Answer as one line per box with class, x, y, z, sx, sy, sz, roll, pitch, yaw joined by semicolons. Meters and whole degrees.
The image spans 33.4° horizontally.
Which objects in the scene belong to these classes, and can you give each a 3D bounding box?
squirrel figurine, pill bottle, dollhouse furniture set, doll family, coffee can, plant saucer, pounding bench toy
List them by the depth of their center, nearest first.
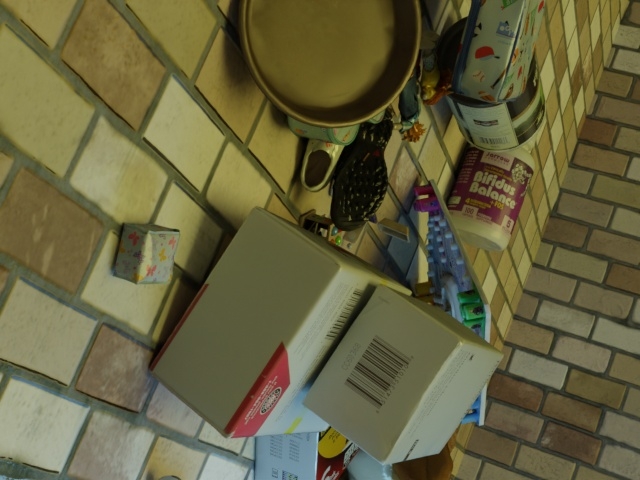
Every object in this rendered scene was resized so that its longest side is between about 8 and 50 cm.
plant saucer;0.011;-0.290;1.430;0.277;0.041;0.278;-4;99;-28
pounding bench toy;0.000;0.000;1.783;0.052;0.065;0.083;-30;134;-60
doll family;0.166;-0.266;1.911;0.263;0.118;0.163;-58;155;-32
dollhouse furniture set;0.100;-0.014;1.956;0.081;0.114;0.091;-60;158;-19
coffee can;0.358;-0.323;2.228;0.202;0.201;0.275;-69;159;-9
squirrel figurine;0.134;0.530;2.263;0.397;0.281;0.371;-29;139;-57
pill bottle;0.411;-0.140;2.541;0.302;0.169;0.169;-69;159;-9

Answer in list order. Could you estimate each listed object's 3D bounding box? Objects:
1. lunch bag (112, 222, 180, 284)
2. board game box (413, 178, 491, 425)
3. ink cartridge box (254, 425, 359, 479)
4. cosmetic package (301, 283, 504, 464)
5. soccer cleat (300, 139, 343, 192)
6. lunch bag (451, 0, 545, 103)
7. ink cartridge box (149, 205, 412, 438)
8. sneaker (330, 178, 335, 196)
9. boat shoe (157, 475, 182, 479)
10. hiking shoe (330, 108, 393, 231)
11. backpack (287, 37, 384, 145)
lunch bag;-0.208;0.017;1.306;0.083;0.053;0.071;2;103;-58
board game box;0.270;0.135;2.267;0.390;0.050;0.390;84;-8;-45
ink cartridge box;0.011;0.280;1.942;0.309;0.130;0.272;-44;144;-50
cosmetic package;0.141;0.210;1.643;0.217;0.156;0.385;-57;159;4
soccer cleat;0.014;-0.168;1.679;0.076;0.068;0.196;-58;165;-76
lunch bag;0.329;-0.377;1.929;0.303;0.114;0.243;-35;138;-69
ink cartridge box;-0.042;0.134;1.580;0.279;0.160;0.384;-57;159;3
sneaker;0.062;-0.125;1.836;0.042;0.067;0.119;-4;109;-66
boat shoe;-0.211;0.395;1.586;0.083;0.065;0.183;-51;156;-48
hiking shoe;0.060;-0.111;1.752;0.114;0.086;0.227;142;-34;-65
backpack;0.028;-0.233;1.571;0.166;0.144;0.188;7;102;-74
